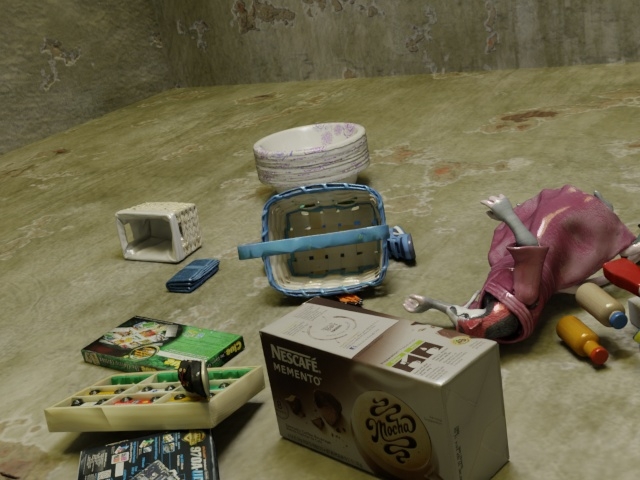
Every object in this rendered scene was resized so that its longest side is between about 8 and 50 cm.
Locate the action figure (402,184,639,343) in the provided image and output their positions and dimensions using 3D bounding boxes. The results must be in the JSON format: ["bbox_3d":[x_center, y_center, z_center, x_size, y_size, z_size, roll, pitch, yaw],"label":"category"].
[{"bbox_3d":[0.316,0.074,1.358,0.275,0.248,0.370,38,49,5],"label":"action figure"}]

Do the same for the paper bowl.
[{"bbox_3d":[-0.018,-0.191,2.160,0.284,0.148,0.284,-9,20,4],"label":"paper bowl"}]

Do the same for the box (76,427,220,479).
[{"bbox_3d":[-0.209,0.314,1.055,0.175,0.051,0.220,-12,21,-7],"label":"box"}]

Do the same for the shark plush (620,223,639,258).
[{"bbox_3d":[0.558,-0.004,1.515,0.161,0.067,0.073,-22,24,-29],"label":"shark plush"}]

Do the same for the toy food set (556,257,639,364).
[{"bbox_3d":[0.464,0.092,1.247,0.232,0.111,0.104,-15,22,-7],"label":"toy food set"}]

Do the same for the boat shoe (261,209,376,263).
[{"bbox_3d":[0.000,-0.016,1.755,0.258,0.109,0.089,-13,17,-13],"label":"boat shoe"}]

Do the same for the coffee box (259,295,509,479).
[{"bbox_3d":[0.074,0.190,1.088,0.297,0.168,0.119,11,29,43],"label":"coffee box"}]

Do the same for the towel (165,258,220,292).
[{"bbox_3d":[-0.259,0.068,1.759,0.067,0.029,0.119,-1,23,25],"label":"towel"}]

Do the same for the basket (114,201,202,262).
[{"bbox_3d":[-0.355,-0.022,1.928,0.167,0.113,0.103,3,20,32],"label":"basket"}]

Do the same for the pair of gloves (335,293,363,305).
[{"bbox_3d":[0.030,0.114,1.528,0.083,0.010,0.074,-21,18,-25],"label":"pair of gloves"}]

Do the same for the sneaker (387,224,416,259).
[{"bbox_3d":[0.147,0.010,1.697,0.059,0.053,0.144,-13,12,-10],"label":"sneaker"}]

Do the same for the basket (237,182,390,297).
[{"bbox_3d":[0.000,0.000,1.546,0.254,0.201,0.289,-6,5,7],"label":"basket"}]

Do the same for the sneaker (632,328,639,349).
[{"bbox_3d":[0.526,0.137,1.188,0.209,0.069,0.082,-11,52,-27],"label":"sneaker"}]

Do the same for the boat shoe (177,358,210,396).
[{"bbox_3d":[-0.168,0.182,1.149,0.042,0.049,0.133,-6,-1,-11],"label":"boat shoe"}]

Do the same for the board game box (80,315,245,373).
[{"bbox_3d":[-0.268,0.183,1.465,0.259,0.030,0.136,6,24,36],"label":"board game box"}]

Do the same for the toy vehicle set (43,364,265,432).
[{"bbox_3d":[-0.233,0.226,1.241,0.266,0.035,0.166,-7,7,22],"label":"toy vehicle set"}]
